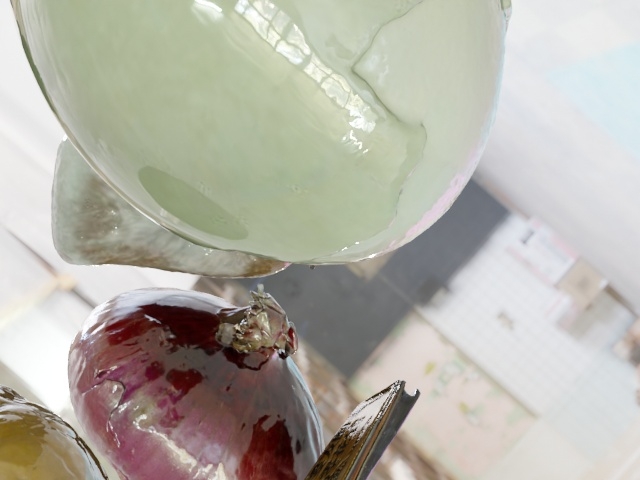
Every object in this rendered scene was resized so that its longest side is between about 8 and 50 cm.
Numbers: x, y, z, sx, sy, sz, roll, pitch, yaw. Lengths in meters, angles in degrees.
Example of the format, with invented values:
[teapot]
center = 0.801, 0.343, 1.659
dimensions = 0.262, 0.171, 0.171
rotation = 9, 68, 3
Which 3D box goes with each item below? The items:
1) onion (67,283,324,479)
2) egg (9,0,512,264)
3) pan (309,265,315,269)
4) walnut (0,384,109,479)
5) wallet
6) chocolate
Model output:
[onion]
center = -0.124, 0.175, 1.646
dimensions = 0.347, 0.285, 0.347
rotation = 34, -159, -15
[egg]
center = -0.029, -0.131, 0.780
dimensions = 0.336, 0.278, 0.278
rotation = 65, -168, 26
[pan]
center = -0.001, 0.000, 2.141
dimensions = 0.023, 0.115, 0.068
rotation = -9, -139, -45
[walnut]
center = -0.211, 0.170, 0.843
dimensions = 0.167, 0.167, 0.207
rotation = 42, 164, 23
[wallet]
center = 0.027, 0.248, 1.520
dimensions = 0.042, 0.195, 0.161
rotation = 37, 154, -2
[chocolate]
center = -0.156, -0.041, 1.577
dimensions = 0.303, 0.185, 0.100
rotation = 4, -160, -8
